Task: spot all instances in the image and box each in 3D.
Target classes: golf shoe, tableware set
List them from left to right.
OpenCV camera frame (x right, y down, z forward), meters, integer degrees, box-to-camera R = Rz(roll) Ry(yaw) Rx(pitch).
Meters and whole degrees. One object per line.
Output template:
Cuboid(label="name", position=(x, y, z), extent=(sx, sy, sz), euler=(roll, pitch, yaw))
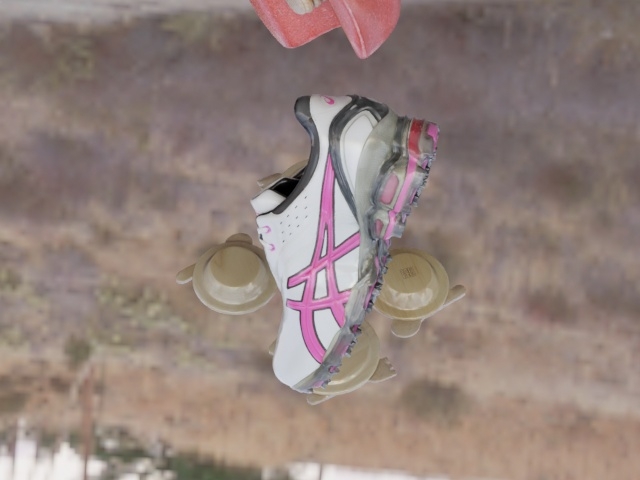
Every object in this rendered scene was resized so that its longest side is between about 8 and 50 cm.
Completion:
Cuboid(label="golf shoe", position=(0.000, 0.000, 0.980), extent=(0.086, 0.186, 0.067), euler=(20, -150, 1))
Cuboid(label="tableware set", position=(0.002, 0.023, 1.137), extent=(0.141, 0.020, 0.169), euler=(-36, -116, -23))

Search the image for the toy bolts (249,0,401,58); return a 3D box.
Cuboid(label="toy bolts", position=(0.029, -0.211, 0.832), extent=(0.158, 0.228, 0.218), euler=(-39, -148, -18))
